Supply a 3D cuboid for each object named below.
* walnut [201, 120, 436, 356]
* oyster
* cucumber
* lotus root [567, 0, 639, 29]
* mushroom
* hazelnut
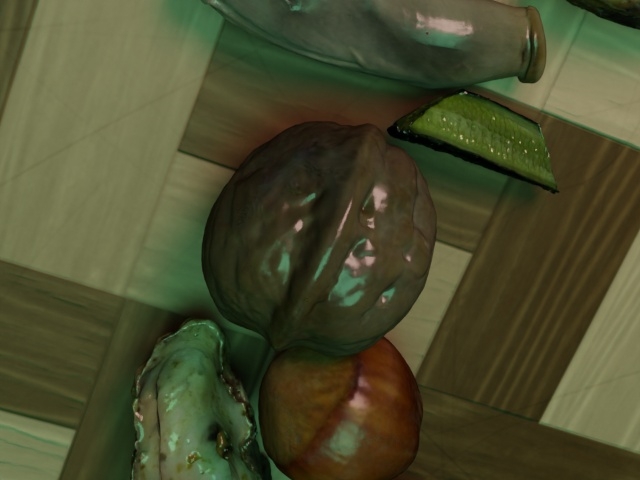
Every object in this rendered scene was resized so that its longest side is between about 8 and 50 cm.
[{"bbox_3d":[0.000,0.000,0.878,0.224,0.224,0.224,-3,110,-7],"label":"walnut"},{"bbox_3d":[-0.118,0.247,1.012,0.166,0.110,0.341,-26,109,-4],"label":"oyster"},{"bbox_3d":[0.151,-0.104,0.926,0.220,0.046,0.070,15,79,-35],"label":"cucumber"},{"bbox_3d":[0.330,-0.266,0.869,0.278,0.154,0.154,12,108,-11],"label":"lotus root"},{"bbox_3d":[0.049,-0.209,0.877,0.351,0.097,0.109,14,110,-17],"label":"mushroom"},{"bbox_3d":[0.024,0.163,0.961,0.182,0.182,0.182,-3,110,-7],"label":"hazelnut"}]
